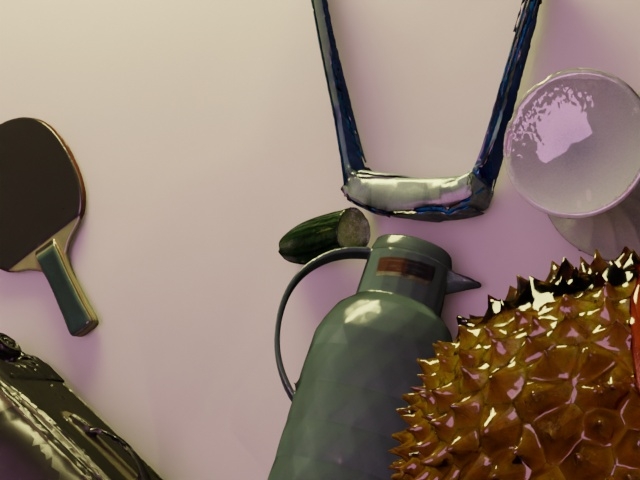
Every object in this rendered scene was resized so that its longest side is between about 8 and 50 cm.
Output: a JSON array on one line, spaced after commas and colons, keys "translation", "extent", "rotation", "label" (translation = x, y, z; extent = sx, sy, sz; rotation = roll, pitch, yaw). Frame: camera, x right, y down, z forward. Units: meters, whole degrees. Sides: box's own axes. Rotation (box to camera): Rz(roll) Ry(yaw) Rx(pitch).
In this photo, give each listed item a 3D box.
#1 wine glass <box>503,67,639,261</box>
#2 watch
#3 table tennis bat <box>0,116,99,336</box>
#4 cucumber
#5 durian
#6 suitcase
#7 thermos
[{"translation": [0.254, -0.068, 1.359], "extent": [0.165, 0.196, 0.164], "rotation": [-3, 82, 22], "label": "wine glass"}, {"translation": [0.070, -0.162, 1.527], "extent": [0.276, 0.068, 0.274], "rotation": [12, 89, 27], "label": "watch"}, {"translation": [-0.314, -0.014, 1.714], "extent": [0.154, 0.021, 0.274], "rotation": [-36, 68, 17], "label": "table tennis bat"}, {"translation": [0.000, 0.000, 1.545], "extent": [0.105, 0.048, 0.048], "rotation": [-16, 76, 44], "label": "cucumber"}, {"translation": [0.239, 0.174, 1.264], "extent": [0.384, 0.347, 0.347], "rotation": [-39, 69, 3], "label": "durian"}, {"translation": [-0.286, 0.311, 1.564], "extent": [0.434, 0.194, 0.283], "rotation": [40, 100, 22], "label": "suitcase"}, {"translation": [0.037, 0.130, 1.452], "extent": [0.182, 0.145, 0.286], "rotation": [15, 71, 3], "label": "thermos"}]
